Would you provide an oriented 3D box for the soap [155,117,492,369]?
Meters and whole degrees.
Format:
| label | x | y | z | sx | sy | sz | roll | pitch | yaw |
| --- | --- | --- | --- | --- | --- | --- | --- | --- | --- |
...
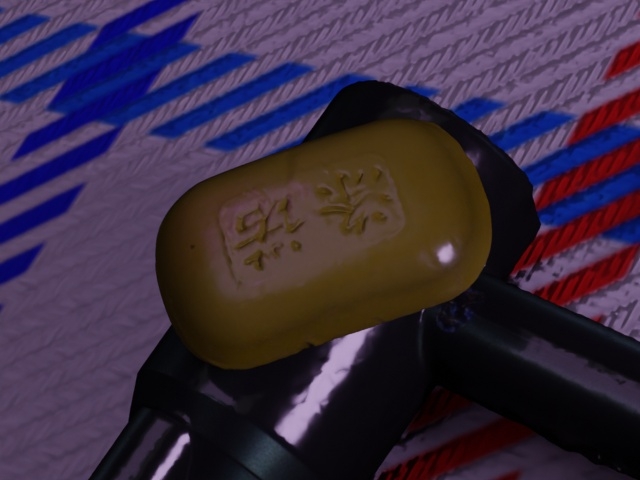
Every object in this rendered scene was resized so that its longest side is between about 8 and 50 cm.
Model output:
| label | x | y | z | sx | sy | sz | roll | pitch | yaw |
| --- | --- | --- | --- | --- | --- | --- | --- | --- | --- |
| soap | 0.000 | -0.001 | 0.793 | 0.140 | 0.045 | 0.089 | -19 | 59 | 2 |

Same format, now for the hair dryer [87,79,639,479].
| label | x | y | z | sx | sy | sz | roll | pitch | yaw |
| --- | --- | --- | --- | --- | --- | --- | --- | --- | --- |
| hair dryer | 0.063 | 0.088 | 0.808 | 0.302 | 0.116 | 0.244 | 23 | 71 | 32 |
